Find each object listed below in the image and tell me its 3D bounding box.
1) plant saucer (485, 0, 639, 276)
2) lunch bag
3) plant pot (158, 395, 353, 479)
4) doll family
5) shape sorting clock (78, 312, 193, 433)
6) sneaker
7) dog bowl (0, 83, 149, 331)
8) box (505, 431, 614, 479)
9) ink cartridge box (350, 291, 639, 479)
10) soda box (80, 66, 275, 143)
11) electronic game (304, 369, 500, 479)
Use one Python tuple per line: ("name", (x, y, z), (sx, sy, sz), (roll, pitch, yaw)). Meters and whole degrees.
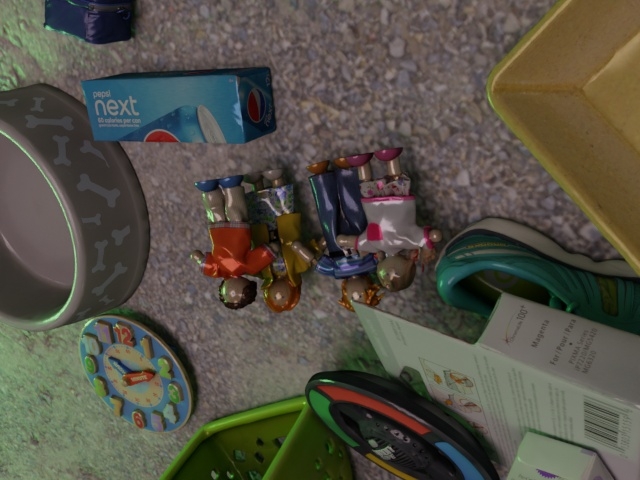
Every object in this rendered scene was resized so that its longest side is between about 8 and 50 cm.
("plant saucer", (0.332, -0.099, 0.402), (0.333, 0.081, 0.333), (-47, 70, 33))
("lunch bag", (-0.255, -0.261, 0.700), (0.098, 0.067, 0.065), (21, 119, 18))
("plant pot", (-0.073, 0.356, 0.781), (0.227, 0.228, 0.207), (-24, 106, 33))
("doll family", (0.000, 0.000, 0.666), (0.262, 0.118, 0.163), (-8, 97, 17))
("shape sorting clock", (-0.273, 0.198, 0.922), (0.206, 0.040, 0.206), (11, 115, 24))
("sneaker", (0.231, 0.072, 0.563), (0.275, 0.110, 0.107), (20, 118, 18))
("dog bowl", (-0.401, -0.034, 0.854), (0.348, 0.102, 0.349), (11, 116, 23))
("box", (0.267, 0.290, 0.578), (0.067, 0.063, 0.324), (2, 140, 50))
("ink cartridge box", (0.174, 0.143, 0.578), (0.238, 0.060, 0.275), (19, 152, 34))
("soda box", (-0.158, -0.149, 0.698), (0.210, 0.067, 0.071), (6, 113, 26))
("electronic game", (0.083, 0.215, 0.687), (0.229, 0.048, 0.229), (27, 152, 16))
